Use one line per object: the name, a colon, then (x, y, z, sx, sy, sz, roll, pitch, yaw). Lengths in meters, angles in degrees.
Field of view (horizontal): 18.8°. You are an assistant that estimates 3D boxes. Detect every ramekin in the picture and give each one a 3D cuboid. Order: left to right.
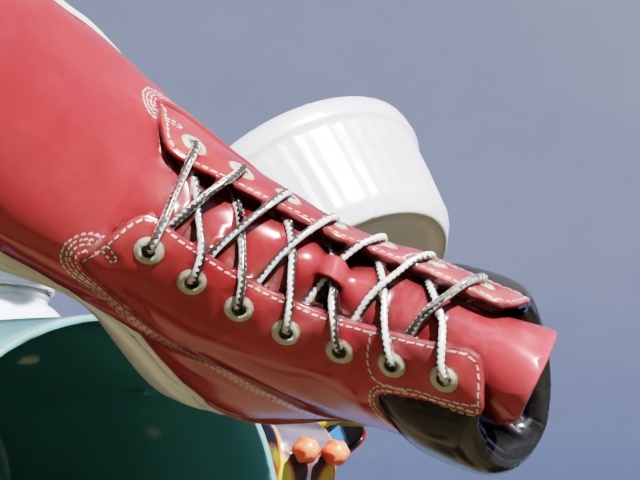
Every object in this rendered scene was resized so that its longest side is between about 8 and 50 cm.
ramekin: (0.000, 0.000, 1.857, 0.273, 0.127, 0.273, -24, -32, -16)

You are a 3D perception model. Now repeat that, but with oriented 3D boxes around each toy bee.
toy bee: (-0.027, 0.168, 1.584, 0.195, 0.298, 0.162, -14, -21, -38)

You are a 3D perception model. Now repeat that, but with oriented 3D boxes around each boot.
boot: (-0.022, -0.004, 0.613, 0.176, 0.088, 0.244, 11, -22, 38)

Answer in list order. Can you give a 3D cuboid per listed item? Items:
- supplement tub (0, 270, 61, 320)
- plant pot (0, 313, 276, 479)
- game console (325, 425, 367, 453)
supplement tub: (-0.267, 0.121, 1.484, 0.144, 0.200, 0.144, -1, -10, 0)
plant pot: (-0.210, 0.184, 1.241, 0.293, 0.293, 0.235, 29, -16, -39)
game console: (-0.038, 0.182, 1.754, 0.144, 0.124, 0.085, -40, -19, 3)
